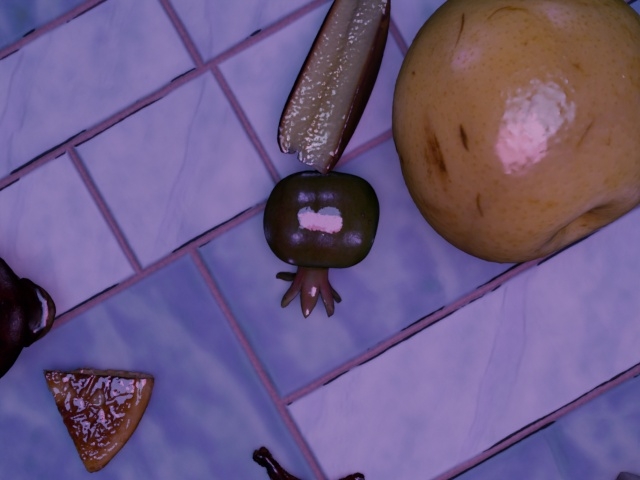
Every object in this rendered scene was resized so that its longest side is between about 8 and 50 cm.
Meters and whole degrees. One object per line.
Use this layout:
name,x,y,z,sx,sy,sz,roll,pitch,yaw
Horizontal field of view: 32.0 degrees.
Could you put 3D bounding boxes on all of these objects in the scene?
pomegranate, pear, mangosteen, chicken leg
pomegranate,0.000,0.000,1.457,0.152,0.131,0.191,1,113,-4
pear,0.250,-0.147,1.340,0.348,0.348,0.348,0,91,1
mangosteen,-0.462,0.097,1.425,0.209,0.210,0.210,0,91,1
chicken leg,0.000,0.344,1.493,0.205,0.053,0.093,17,68,-6

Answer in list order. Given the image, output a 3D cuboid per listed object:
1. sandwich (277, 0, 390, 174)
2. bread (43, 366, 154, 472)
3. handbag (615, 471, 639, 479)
sandwich,0.020,-0.209,1.455,0.094,0.096,0.258,22,81,4
bread,-0.283,0.214,1.493,0.136,0.054,0.154,-27,96,3
handbag,0.399,0.465,1.426,0.151,0.171,0.298,28,90,0
